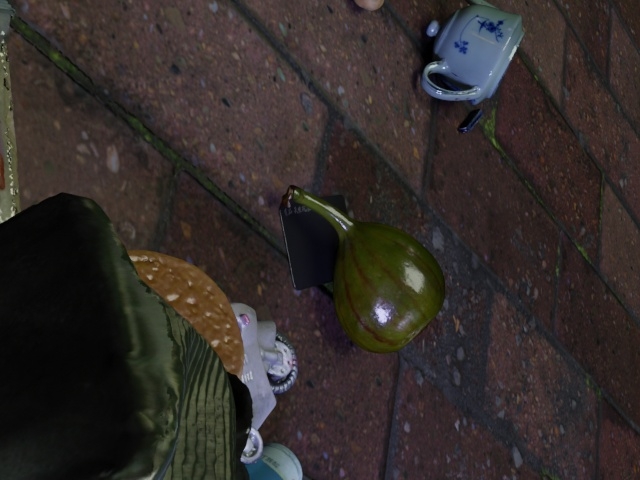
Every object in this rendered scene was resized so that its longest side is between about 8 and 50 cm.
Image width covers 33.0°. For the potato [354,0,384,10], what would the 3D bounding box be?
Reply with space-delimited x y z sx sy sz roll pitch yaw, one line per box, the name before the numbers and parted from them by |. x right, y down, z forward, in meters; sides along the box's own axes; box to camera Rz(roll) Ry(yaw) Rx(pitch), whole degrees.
potato | 0.066 -0.374 1.554 0.083 0.062 0.068 46 26 -10

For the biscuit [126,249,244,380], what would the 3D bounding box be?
biscuit | -0.183 0.131 0.981 0.202 0.044 0.289 33 54 -9

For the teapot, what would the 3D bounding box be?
teapot | 0.234 -0.308 1.726 0.159 0.159 0.232 53 52 -34

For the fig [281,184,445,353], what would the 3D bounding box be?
fig | 0.046 0.018 1.370 0.259 0.151 0.151 50 40 -10

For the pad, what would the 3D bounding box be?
pad | 0.000 0.000 1.395 0.157 0.003 0.112 -12 91 -57

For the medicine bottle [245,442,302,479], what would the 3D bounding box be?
medicine bottle | -0.102 0.303 1.088 0.258 0.079 0.124 -37 108 -55

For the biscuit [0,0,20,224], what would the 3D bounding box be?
biscuit | -0.317 -0.072 0.866 0.186 0.079 0.309 2 82 -52

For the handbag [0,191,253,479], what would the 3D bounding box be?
handbag | -0.167 0.151 0.730 0.240 0.247 0.341 59 1 -38

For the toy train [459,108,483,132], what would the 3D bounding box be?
toy train | 0.252 -0.199 1.817 0.083 0.017 0.017 -48 128 -50

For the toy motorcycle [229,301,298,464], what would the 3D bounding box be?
toy motorcycle | -0.127 0.145 1.086 0.171 0.110 0.260 53 46 -9
